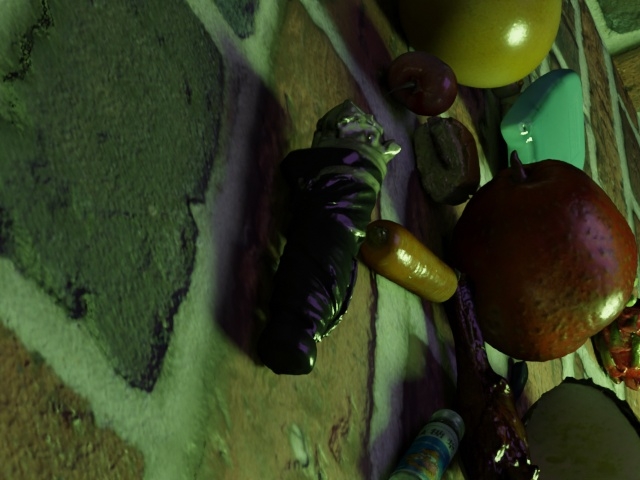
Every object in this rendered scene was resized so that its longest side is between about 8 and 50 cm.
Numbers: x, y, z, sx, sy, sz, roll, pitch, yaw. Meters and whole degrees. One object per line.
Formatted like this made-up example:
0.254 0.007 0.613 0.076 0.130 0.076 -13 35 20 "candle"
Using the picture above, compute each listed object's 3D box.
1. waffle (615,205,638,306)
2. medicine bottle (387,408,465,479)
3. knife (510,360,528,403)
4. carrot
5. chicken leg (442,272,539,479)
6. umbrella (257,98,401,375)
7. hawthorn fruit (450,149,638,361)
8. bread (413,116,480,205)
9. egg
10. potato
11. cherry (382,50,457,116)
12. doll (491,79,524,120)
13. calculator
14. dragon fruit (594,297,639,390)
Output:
0.511 0.049 2.170 0.054 0.204 0.223 7 62 -25 "waffle"
0.124 0.252 1.352 0.051 0.051 0.191 69 23 -6 "medicine bottle"
0.303 0.222 1.804 0.121 0.018 0.031 -47 123 -63 "knife"
0.111 0.028 1.466 0.225 0.067 0.067 31 46 -58 "carrot"
0.210 0.216 1.501 0.158 0.095 0.407 71 7 -46 "chicken leg"
-0.005 -0.003 1.227 0.113 0.106 0.358 47 40 -27 "umbrella"
0.315 0.012 1.683 0.300 0.275 0.275 70 23 -14 "hawthorn fruit"
0.194 -0.120 1.730 0.106 0.082 0.125 4 67 -58 "bread"
0.252 -0.369 1.830 0.322 0.250 0.250 38 40 -62 "egg"
0.380 0.311 1.684 0.266 0.229 0.229 28 48 -72 "potato"
0.147 -0.229 1.695 0.106 0.087 0.126 34 15 -9 "cherry"
0.369 -0.256 2.213 0.129 0.081 0.207 -41 111 -46 "doll"
0.429 -0.180 2.174 0.386 0.054 0.256 -39 127 -55 "calculator"
0.647 0.214 2.391 0.160 0.166 0.172 -145 -119 -64 "dragon fruit"
